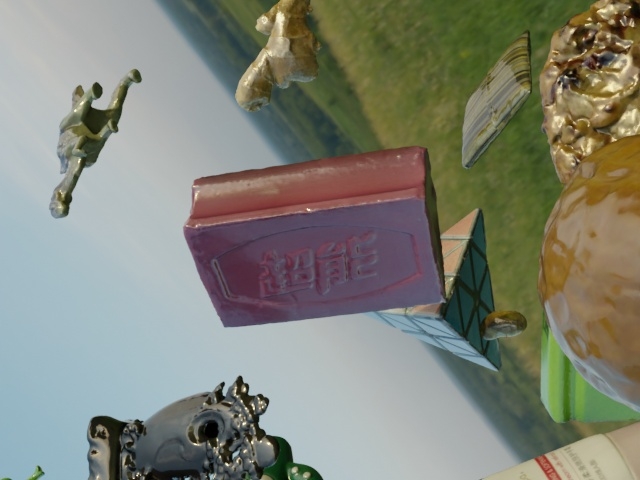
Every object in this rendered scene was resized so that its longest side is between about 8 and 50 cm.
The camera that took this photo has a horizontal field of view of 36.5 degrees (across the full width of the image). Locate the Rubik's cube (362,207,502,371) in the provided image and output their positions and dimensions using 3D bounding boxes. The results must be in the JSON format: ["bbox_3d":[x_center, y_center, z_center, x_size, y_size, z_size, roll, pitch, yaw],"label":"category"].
[{"bbox_3d":[0.222,0.107,1.768,0.228,0.229,0.233,60,148,36],"label":"Rubik's cube"}]

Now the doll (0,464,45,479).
[{"bbox_3d":[-0.422,0.398,1.437,0.190,0.115,0.050,21,170,12],"label":"doll"}]

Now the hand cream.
[{"bbox_3d":[0.179,0.229,0.827,0.133,0.248,0.083,-120,11,-74],"label":"hand cream"}]

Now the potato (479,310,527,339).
[{"bbox_3d":[0.310,0.143,1.661,0.092,0.045,0.046,-17,109,44],"label":"potato"}]

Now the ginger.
[{"bbox_3d":[-0.060,-0.404,1.908,0.148,0.333,0.081,14,176,19],"label":"ginger"}]

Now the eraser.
[{"bbox_3d":[0.442,0.152,1.477,0.092,0.210,0.274,-93,-1,-58],"label":"eraser"}]

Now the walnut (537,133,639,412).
[{"bbox_3d":[0.409,0.032,0.990,0.398,0.354,0.308,-135,29,-73],"label":"walnut"}]

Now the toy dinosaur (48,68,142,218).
[{"bbox_3d":[-0.368,-0.164,1.509,0.077,0.162,0.294,36,-140,-23],"label":"toy dinosaur"}]

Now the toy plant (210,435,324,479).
[{"bbox_3d":[-0.107,0.465,1.738,0.112,0.232,0.243,63,174,-35],"label":"toy plant"}]

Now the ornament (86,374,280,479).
[{"bbox_3d":[-0.140,0.284,1.069,0.106,0.260,0.251,23,-120,-54],"label":"ornament"}]

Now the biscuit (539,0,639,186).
[{"bbox_3d":[0.425,-0.186,1.250,0.081,0.289,0.334,31,-138,-59],"label":"biscuit"}]

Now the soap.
[{"bbox_3d":[0.000,0.000,1.459,0.128,0.360,0.233,-86,-16,-46],"label":"soap"}]

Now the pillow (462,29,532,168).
[{"bbox_3d":[0.326,-0.264,1.800,0.052,0.208,0.212,25,-137,-12],"label":"pillow"}]
